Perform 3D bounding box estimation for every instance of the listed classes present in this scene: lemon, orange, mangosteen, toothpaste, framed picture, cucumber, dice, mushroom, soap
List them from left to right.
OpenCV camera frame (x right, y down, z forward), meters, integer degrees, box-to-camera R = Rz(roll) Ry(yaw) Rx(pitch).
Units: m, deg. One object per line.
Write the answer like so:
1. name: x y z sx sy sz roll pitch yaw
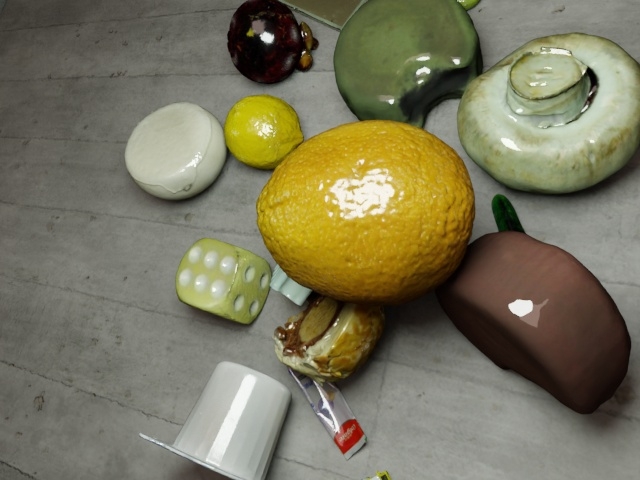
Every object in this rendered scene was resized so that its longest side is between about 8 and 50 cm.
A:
1. dice: -0.233 0.099 1.188 0.169 0.169 0.166 13 77 26
2. lemon: -0.151 -0.283 1.278 0.231 0.192 0.192 17 79 20
3. mangosteen: -0.127 -0.554 1.367 0.265 0.228 0.228 -10 62 -22
4. toothpaste: -0.005 0.331 1.085 0.075 0.048 0.301 -39 64 1
5. soap: 0.000 0.000 1.088 0.087 0.160 0.265 34 99 -8
6. framed picture: 0.018 -0.778 1.478 0.335 0.022 0.247 36 88 28
7. orange: 0.073 -0.044 0.834 0.357 0.322 0.322 1 72 11
8. cucumber: 0.421 0.022 1.015 0.056 0.056 0.284 -24 61 13
9. mushroom: 0.455 -0.260 0.982 0.352 0.260 0.352 -9 63 18

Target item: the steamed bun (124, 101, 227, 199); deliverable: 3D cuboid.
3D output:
1. steamed bun: -0.387 -0.236 1.365 0.283 0.177 0.283 -6 67 13

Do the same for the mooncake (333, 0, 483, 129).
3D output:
1. mooncake: 0.204 -0.430 1.188 0.351 0.187 0.351 -6 74 21

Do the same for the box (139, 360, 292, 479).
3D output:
1. box: -0.200 0.374 1.038 0.291 0.262 0.206 31 63 -12

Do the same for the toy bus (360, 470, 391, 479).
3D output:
1. toy bus: 0.047 0.541 0.972 0.226 0.074 0.081 -32 63 10

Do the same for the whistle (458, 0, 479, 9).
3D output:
1. whistle: 0.414 -0.657 1.260 0.198 0.057 0.104 -14 78 10

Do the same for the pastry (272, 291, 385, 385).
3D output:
1. pastry: 0.048 0.185 1.029 0.256 0.170 0.236 -52 21 -26

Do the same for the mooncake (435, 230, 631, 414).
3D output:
1. mooncake: 0.365 0.131 0.848 0.174 0.326 0.334 -43 72 -10
